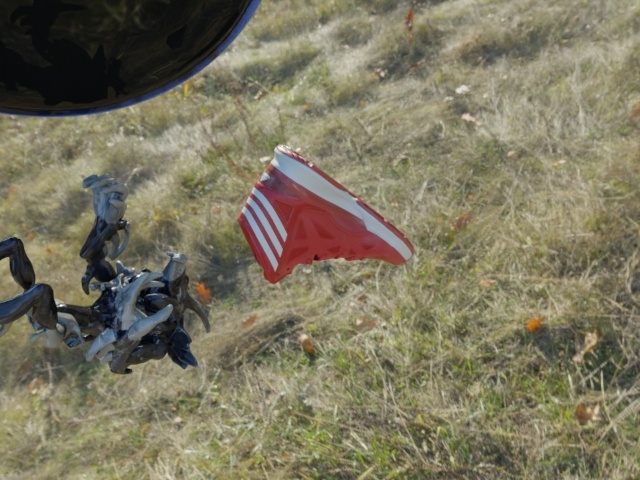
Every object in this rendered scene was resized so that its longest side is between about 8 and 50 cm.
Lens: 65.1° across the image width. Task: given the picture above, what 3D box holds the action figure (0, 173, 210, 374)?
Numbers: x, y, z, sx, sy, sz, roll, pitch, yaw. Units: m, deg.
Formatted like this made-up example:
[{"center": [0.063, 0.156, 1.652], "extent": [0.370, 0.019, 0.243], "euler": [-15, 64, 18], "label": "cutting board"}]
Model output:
[{"center": [-0.188, 0.037, 0.420], "extent": [0.164, 0.276, 0.141], "euler": [46, 111, 28], "label": "action figure"}]

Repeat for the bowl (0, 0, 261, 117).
[{"center": [-0.201, -0.244, 0.352], "extent": [0.391, 0.391, 0.077], "euler": [-27, 65, 1], "label": "bowl"}]

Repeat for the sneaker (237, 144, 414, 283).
[{"center": [0.000, 0.000, 0.560], "extent": [0.128, 0.221, 0.087], "euler": [-52, 33, 7], "label": "sneaker"}]
